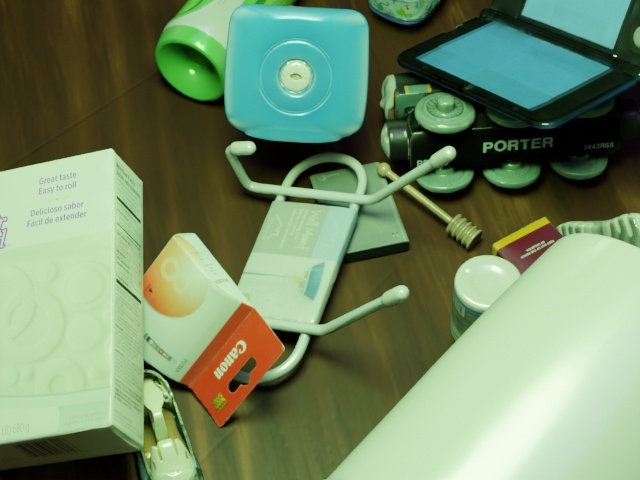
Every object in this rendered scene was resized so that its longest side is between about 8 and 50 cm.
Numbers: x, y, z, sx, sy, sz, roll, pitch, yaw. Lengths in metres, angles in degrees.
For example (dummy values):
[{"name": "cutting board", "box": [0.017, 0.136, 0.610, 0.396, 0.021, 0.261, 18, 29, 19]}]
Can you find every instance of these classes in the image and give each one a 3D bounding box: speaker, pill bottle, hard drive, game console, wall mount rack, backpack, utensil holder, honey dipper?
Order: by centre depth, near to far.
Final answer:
[{"name": "utensil holder", "box": [0.220, 0.228, 1.440, 0.327, 0.328, 0.385, 36, 71, 25]}, {"name": "pill bottle", "box": [0.188, 0.087, 1.712, 0.078, 0.137, 0.078, -1, 52, 1]}, {"name": "wall mount rack", "box": [0.000, 0.000, 1.754, 0.304, 0.130, 0.350, 5, 55, 23]}, {"name": "game console", "box": [0.272, -0.285, 1.840, 0.173, 0.250, 0.293, 5, 18, -42]}, {"name": "honey dipper", "box": [0.132, -0.047, 1.874, 0.160, 0.030, 0.030, 38, 61, 18]}, {"name": "hard drive", "box": [0.048, -0.036, 1.882, 0.094, 0.022, 0.135, -12, 52, -9]}, {"name": "speaker", "box": [-0.107, -0.327, 2.046, 0.131, 0.131, 0.297, 21, 55, 16]}, {"name": "backpack", "box": [0.122, -0.351, 2.090, 0.105, 0.084, 0.114, 23, 51, 18]}]

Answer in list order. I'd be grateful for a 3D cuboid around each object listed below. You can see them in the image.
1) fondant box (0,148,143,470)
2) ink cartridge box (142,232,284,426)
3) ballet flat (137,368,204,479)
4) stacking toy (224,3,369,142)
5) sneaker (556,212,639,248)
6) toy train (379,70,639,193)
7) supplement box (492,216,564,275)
[{"name": "fondant box", "box": [-0.322, 0.081, 1.664, 0.238, 0.096, 0.330, -10, 63, 14]}, {"name": "ink cartridge box", "box": [-0.141, 0.104, 1.683, 0.045, 0.145, 0.179, -8, 53, -53]}, {"name": "ballet flat", "box": [-0.176, 0.222, 1.654, 0.070, 0.070, 0.188, -18, 54, -13]}, {"name": "stacking toy", "box": [-0.028, -0.233, 1.934, 0.175, 0.166, 0.302, 3, 15, 0]}, {"name": "sneaker", "box": [0.382, 0.010, 1.721, 0.115, 0.105, 0.281, -8, 11, -22]}, {"name": "toy train", "box": [0.238, -0.166, 1.923, 0.333, 0.142, 0.190, -6, 40, -2]}, {"name": "supplement box", "box": [0.282, 0.080, 1.738, 0.080, 0.104, 0.188, -27, 57, -18]}]
